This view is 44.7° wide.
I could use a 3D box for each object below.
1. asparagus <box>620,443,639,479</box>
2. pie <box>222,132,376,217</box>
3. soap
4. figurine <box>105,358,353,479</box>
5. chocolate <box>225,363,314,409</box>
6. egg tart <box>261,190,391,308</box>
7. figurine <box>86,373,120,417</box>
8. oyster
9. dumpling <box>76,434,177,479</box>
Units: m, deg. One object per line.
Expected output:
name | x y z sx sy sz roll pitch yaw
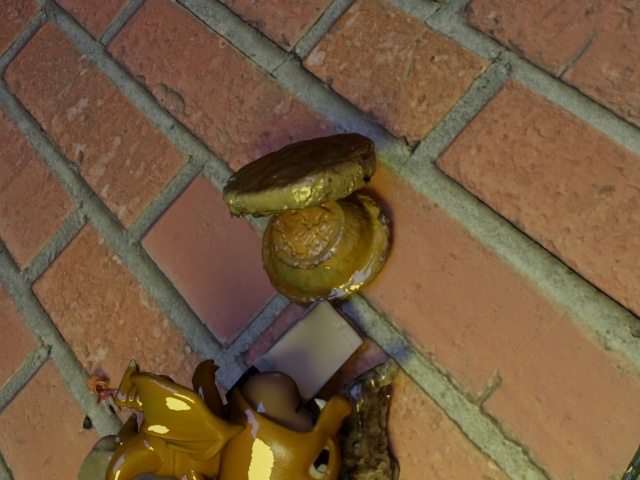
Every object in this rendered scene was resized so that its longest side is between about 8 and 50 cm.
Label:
asparagus | 0.474 0.381 1.205 0.024 0.025 0.248 31 86 -9
pie | -0.037 -0.132 1.549 0.340 0.083 0.339 -17 19 6
soap | -0.020 0.205 1.439 0.121 0.064 0.183 48 56 0
figurine | -0.161 0.370 1.282 0.387 0.268 0.400 13 109 3
chocolate | -0.076 0.296 1.473 0.156 0.156 0.133 -47 72 5
egg tart | 0.000 0.000 1.563 0.288 0.118 0.288 -9 65 20
figurine | -0.480 0.342 1.725 0.064 0.047 0.109 -32 61 -20
oyster | 0.029 0.399 1.392 0.204 0.111 0.395 1 75 32
dumpling | -0.322 0.480 1.414 0.163 0.204 0.292 -28 78 -4
